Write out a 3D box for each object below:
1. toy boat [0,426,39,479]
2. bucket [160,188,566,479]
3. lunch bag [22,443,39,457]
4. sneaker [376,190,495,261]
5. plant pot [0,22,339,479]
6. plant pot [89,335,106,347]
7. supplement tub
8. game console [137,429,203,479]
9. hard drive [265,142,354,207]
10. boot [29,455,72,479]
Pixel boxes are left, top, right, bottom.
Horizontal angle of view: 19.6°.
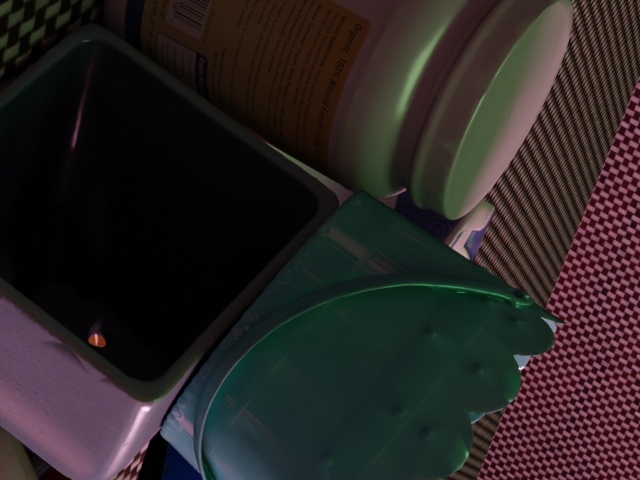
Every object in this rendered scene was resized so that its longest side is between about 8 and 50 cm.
[{"bbox_3d":[-0.310,0.258,1.606,0.151,0.151,0.231,-21,149,-18],"label":"toy boat"},{"bbox_3d":[0.025,0.110,1.371,0.281,0.183,0.281,-51,175,-6],"label":"bucket"},{"bbox_3d":[-0.249,0.168,1.704,0.065,0.067,0.098,-60,165,0],"label":"lunch bag"},{"bbox_3d":[0.077,0.092,1.883,0.182,0.127,0.315,32,90,-51],"label":"sneaker"},{"bbox_3d":[-0.176,0.041,1.420,0.248,0.247,0.252,-47,168,-38],"label":"plant pot"},{"bbox_3d":[-0.120,0.052,1.670,0.205,0.188,0.205,-52,162,-25],"label":"plant pot"},{"bbox_3d":[0.015,-0.173,1.456,0.228,0.316,0.228,-52,162,-24],"label":"supplement tub"},{"bbox_3d":[-0.091,0.230,1.733,0.293,0.250,0.173,-85,162,-57],"label":"game console"},{"bbox_3d":[0.000,0.000,1.879,0.233,0.047,0.353,-27,125,-36],"label":"hard drive"},{"bbox_3d":[-0.244,0.310,1.754,0.244,0.176,0.088,-55,148,-22],"label":"boot"}]
